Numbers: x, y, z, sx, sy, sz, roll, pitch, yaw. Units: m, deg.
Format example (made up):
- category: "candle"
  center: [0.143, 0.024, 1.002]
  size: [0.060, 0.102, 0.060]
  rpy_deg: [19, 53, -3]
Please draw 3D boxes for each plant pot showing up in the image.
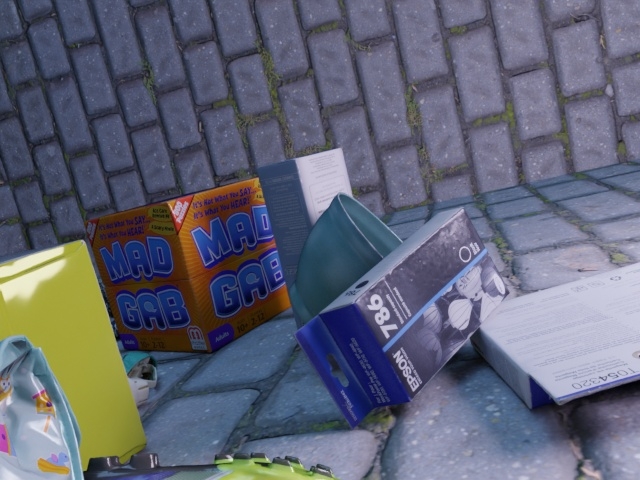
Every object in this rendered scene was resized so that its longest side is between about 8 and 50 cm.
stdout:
- category: "plant pot"
  center: [0.068, 0.083, 0.987]
  size: [0.196, 0.293, 0.293]
  rpy_deg: [-44, 2, 14]

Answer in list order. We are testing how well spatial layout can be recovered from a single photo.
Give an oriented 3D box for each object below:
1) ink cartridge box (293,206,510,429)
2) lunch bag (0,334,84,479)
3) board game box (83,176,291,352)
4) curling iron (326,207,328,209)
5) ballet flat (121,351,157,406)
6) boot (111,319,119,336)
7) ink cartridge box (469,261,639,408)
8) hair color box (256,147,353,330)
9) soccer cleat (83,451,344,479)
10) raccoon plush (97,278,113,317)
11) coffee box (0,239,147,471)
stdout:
- category: "ink cartridge box"
  center: [0.132, 0.102, 0.779]
  size: [0.333, 0.165, 0.065]
  rpy_deg: [-37, 12, -30]
- category: "lunch bag"
  center: [-0.327, 0.234, 0.457]
  size: [0.223, 0.262, 0.160]
  rpy_deg: [-26, -28, 2]
- category: "board game box"
  center: [-0.322, 0.056, 1.432]
  size: [0.356, 0.356, 0.356]
  rpy_deg: [-7, 11, 38]
- category: "curling iron"
  center: [0.072, 0.045, 1.150]
  size: [0.035, 0.274, 0.068]
  rpy_deg: [-12, 26, 24]
- category: "ballet flat"
  center: [-0.362, 0.273, 1.033]
  size: [0.087, 0.083, 0.247]
  rpy_deg: [-1, 10, -3]
- category: "boot"
  center: [-0.572, 0.256, 1.563]
  size: [0.086, 0.069, 0.190]
  rpy_deg: [-27, 6, -29]
- category: "ink cartridge box"
  center: [0.401, 0.128, 0.735]
  size: [0.324, 0.071, 0.330]
  rpy_deg: [-16, 11, 1]
- category: "hair color box"
  center: [0.000, 0.000, 1.191]
  size: [0.114, 0.374, 0.185]
  rpy_deg: [-8, 11, 35]
- category: "soccer cleat"
  center: [-0.110, 0.281, 0.554]
  size: [0.289, 0.121, 0.093]
  rpy_deg: [2, -21, -6]
- category: "raccoon plush"
  center: [-0.793, 0.225, 1.693]
  size: [0.446, 0.216, 0.299]
  rpy_deg: [-10, 17, 25]
- category: "coffee box"
  center: [-0.513, 0.218, 0.749]
  size: [0.334, 0.337, 0.338]
  rpy_deg: [-9, 9, 31]
